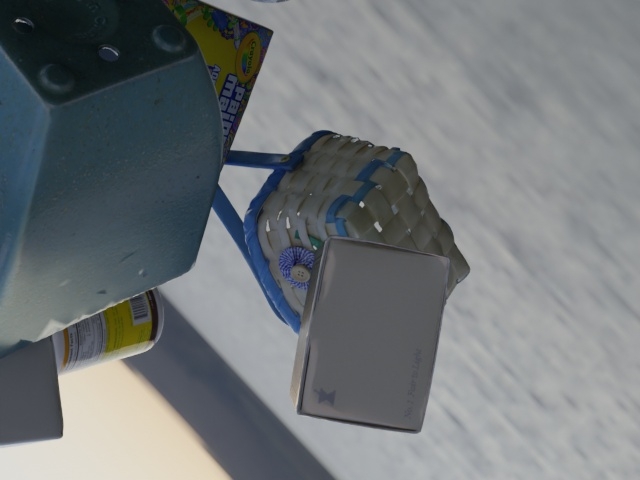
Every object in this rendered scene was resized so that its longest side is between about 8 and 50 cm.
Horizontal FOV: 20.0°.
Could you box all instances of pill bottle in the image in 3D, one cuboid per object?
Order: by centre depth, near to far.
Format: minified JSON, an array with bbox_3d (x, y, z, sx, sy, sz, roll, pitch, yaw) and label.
[{"bbox_3d":[-0.305,0.101,2.201,0.117,0.215,0.117,16,112,45],"label":"pill bottle"}]

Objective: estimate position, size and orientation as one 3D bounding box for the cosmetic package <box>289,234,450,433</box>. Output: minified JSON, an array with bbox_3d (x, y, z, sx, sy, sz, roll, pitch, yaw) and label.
[{"bbox_3d":[0.039,0.085,1.669,0.113,0.160,0.309,10,179,-2],"label":"cosmetic package"}]

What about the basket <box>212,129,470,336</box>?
[{"bbox_3d":[0.000,0.000,2.047,0.289,0.201,0.255,3,132,51],"label":"basket"}]

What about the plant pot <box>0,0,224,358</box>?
[{"bbox_3d":[-0.221,-0.099,1.406,0.247,0.248,0.252,50,140,18],"label":"plant pot"}]

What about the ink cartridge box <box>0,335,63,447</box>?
[{"bbox_3d":[-0.317,0.136,1.530,0.212,0.154,0.093,157,106,-68],"label":"ink cartridge box"}]

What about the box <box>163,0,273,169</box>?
[{"bbox_3d":[-0.263,-0.226,2.016,0.279,0.177,0.290,15,-173,-45],"label":"box"}]

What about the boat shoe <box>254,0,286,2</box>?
[{"bbox_3d":[-0.096,-0.315,1.662,0.267,0.096,0.088,52,152,43],"label":"boat shoe"}]
